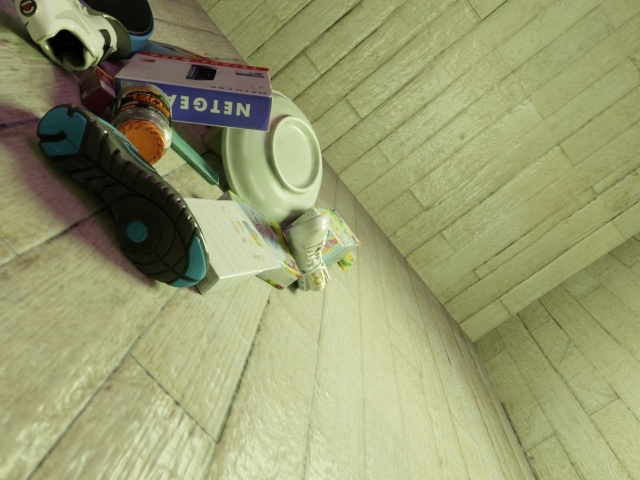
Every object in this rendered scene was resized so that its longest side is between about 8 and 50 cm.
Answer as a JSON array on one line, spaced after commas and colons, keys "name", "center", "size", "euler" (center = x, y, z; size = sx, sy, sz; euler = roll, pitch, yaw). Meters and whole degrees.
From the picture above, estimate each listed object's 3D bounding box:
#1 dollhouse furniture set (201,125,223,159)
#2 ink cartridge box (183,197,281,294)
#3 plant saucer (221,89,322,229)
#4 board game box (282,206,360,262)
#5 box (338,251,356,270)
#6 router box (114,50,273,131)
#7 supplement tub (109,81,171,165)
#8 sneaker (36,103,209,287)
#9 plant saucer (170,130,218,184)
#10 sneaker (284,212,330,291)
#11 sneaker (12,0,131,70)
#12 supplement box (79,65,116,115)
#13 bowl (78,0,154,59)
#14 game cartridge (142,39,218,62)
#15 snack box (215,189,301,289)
[{"name": "dollhouse furniture set", "center": [-0.277, -0.402, 1.742], "size": [0.303, 0.173, 0.356], "euler": [41, 17, -42]}, {"name": "ink cartridge box", "center": [-0.197, 0.004, 1.121], "size": [0.189, 0.066, 0.232], "euler": [55, 17, 13]}, {"name": "plant saucer", "center": [-0.099, -0.234, 1.587], "size": [0.400, 0.100, 0.401], "euler": [11, 77, -52]}, {"name": "board game box", "center": [0.000, 0.000, 1.691], "size": [0.142, 0.144, 0.275], "euler": [53, 12, 7]}, {"name": "box", "center": [0.081, 0.049, 2.082], "size": [0.105, 0.043, 0.179], "euler": [53, 10, -1]}, {"name": "router box", "center": [-0.284, -0.358, 1.346], "size": [0.335, 0.082, 0.301], "euler": [5, 27, -10]}, {"name": "supplement tub", "center": [-0.353, -0.227, 1.121], "size": [0.117, 0.117, 0.190], "euler": [43, 15, -35]}, {"name": "sneaker", "center": [-0.291, -0.077, 0.921], "size": [0.341, 0.125, 0.140], "euler": [53, 8, -6]}, {"name": "plant saucer", "center": [-0.324, -0.210, 1.405], "size": [0.192, 0.018, 0.067], "euler": [46, 14, -31]}, {"name": "sneaker", "center": [-0.013, 0.039, 1.405], "size": [0.292, 0.108, 0.169], "euler": [134, -64, -75]}, {"name": "sneaker", "center": [-0.492, -0.401, 1.162], "size": [0.330, 0.122, 0.146], "euler": [-3, 74, -76]}, {"name": "supplement box", "center": [-0.444, -0.299, 1.134], "size": [0.043, 0.055, 0.083], "euler": [39, 19, -47]}, {"name": "bowl", "center": [-0.567, -0.628, 1.379], "size": [0.391, 0.077, 0.391], "euler": [45, 25, -29]}, {"name": "game cartridge", "center": [-0.368, -0.503, 1.626], "size": [0.294, 0.060, 0.196], "euler": [25, 22, 14]}, {"name": "snack box", "center": [-0.150, 0.001, 1.326], "size": [0.207, 0.070, 0.174], "euler": [35, 22, -49]}]
